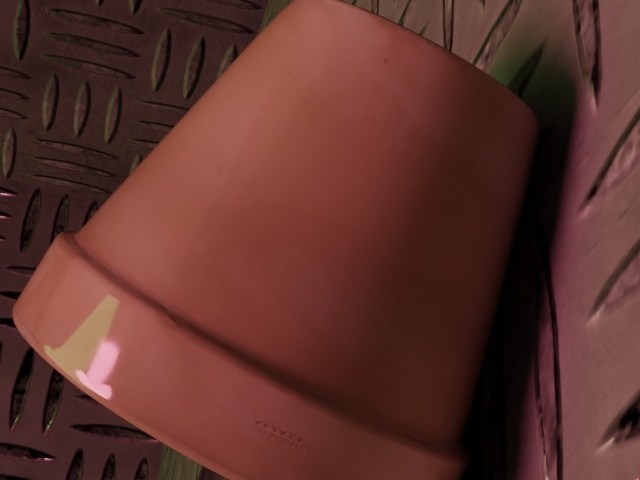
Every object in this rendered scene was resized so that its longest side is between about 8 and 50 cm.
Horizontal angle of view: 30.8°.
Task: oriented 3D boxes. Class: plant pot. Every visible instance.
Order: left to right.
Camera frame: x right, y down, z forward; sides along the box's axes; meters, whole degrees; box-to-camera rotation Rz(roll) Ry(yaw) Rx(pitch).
[{"bbox_3d":[0.000,0.000,0.786,0.280,0.323,0.323,-62,12,2],"label":"plant pot"}]

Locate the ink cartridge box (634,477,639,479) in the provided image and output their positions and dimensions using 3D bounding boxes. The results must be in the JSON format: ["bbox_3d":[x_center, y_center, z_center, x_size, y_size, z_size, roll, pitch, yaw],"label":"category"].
[{"bbox_3d":[0.111,0.246,0.572,0.224,0.056,0.181,-63,2,-29],"label":"ink cartridge box"}]

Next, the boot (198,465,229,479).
[{"bbox_3d":[-0.119,0.307,1.359,0.367,0.146,0.445,-125,45,-65],"label":"boot"}]

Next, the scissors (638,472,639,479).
[{"bbox_3d":[0.110,0.186,0.468,0.297,0.021,0.109,-61,10,0],"label":"scissors"}]
